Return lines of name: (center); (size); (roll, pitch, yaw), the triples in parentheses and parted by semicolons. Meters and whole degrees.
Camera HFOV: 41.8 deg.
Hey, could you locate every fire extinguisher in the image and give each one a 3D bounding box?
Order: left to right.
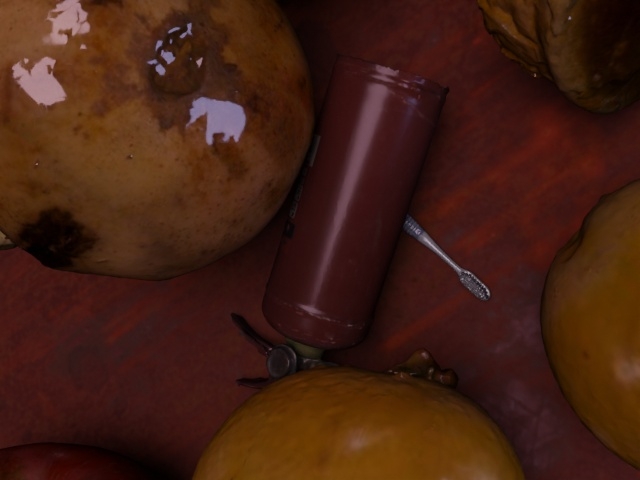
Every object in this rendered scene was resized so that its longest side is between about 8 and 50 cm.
fire extinguisher: (0.000, 0.000, 0.774); (0.147, 0.106, 0.337); (27, 103, 40)

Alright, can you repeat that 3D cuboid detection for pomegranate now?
pomegranate: (-0.167, -0.120, 0.701); (0.322, 0.322, 0.322); (-1, 85, 15)

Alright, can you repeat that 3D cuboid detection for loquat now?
loquat: (0.039, 0.217, 0.662); (0.275, 0.275, 0.274); (-1, 85, 15)
loquat: (0.288, 0.068, 0.627); (0.244, 0.244, 0.243); (-1, 85, 15)

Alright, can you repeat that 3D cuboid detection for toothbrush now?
toothbrush: (0.078, -0.019, 0.800); (0.219, 0.019, 0.016); (45, 105, 14)

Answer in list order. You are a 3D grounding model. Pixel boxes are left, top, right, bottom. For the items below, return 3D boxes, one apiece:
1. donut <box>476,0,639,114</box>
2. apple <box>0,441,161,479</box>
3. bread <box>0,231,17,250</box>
donut: (0.253, -0.270, 0.645); (0.160, 0.330, 0.330); (40, 96, 29)
apple: (-0.248, 0.307, 0.739); (0.260, 0.260, 0.216); (12, 116, 15)
bread: (-0.268, -0.059, 0.822); (0.169, 0.160, 0.140); (-12, 82, 14)
